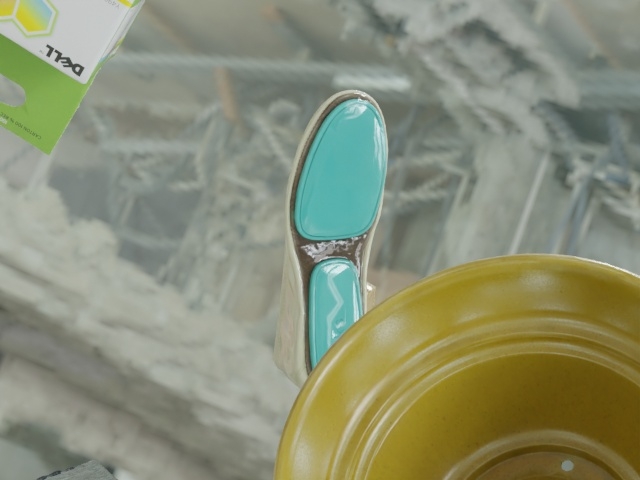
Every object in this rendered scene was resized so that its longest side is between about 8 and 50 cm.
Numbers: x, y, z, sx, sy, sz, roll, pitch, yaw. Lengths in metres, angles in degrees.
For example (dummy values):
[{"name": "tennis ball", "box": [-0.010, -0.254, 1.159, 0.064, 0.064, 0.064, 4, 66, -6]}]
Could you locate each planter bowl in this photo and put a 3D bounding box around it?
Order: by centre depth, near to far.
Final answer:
[{"name": "planter bowl", "box": [0.094, 0.120, 0.774, 0.217, 0.217, 0.090, 13, -27, 26]}]

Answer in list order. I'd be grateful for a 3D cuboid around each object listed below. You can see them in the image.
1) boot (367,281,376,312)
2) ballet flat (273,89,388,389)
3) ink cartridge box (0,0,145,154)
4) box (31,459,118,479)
[{"name": "boot", "box": [0.097, 0.173, 1.706, 0.203, 0.262, 0.095, 7, 11, 16]}, {"name": "ballet flat", "box": [0.000, 0.000, 1.357, 0.086, 0.248, 0.086, 6, 9, -1]}, {"name": "ink cartridge box", "box": [-0.292, -0.212, 1.636, 0.188, 0.255, 0.097, 32, 24, -5]}, {"name": "box", "box": [-0.249, 0.272, 1.511, 0.156, 0.093, 0.158, -19, 5, -15]}]
